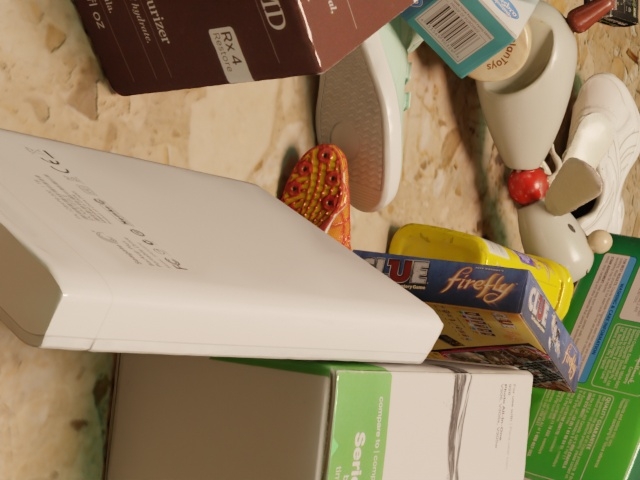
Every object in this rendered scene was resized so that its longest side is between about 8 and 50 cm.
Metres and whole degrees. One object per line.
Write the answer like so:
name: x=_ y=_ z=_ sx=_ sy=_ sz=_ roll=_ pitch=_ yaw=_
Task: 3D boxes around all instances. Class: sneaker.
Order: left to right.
sneaker: x=0.000 y=0.000 z=1.052 sx=0.067 sy=0.064 sz=0.175 roll=-12 pitch=108 yaw=-67
sneaker: x=0.070 y=-0.159 z=1.093 sx=0.151 sy=0.094 sz=0.255 roll=-12 pitch=97 yaw=-45
sneaker: x=0.337 y=-0.103 z=1.436 sx=0.115 sy=0.090 sz=0.232 roll=24 pitch=70 yaw=-60

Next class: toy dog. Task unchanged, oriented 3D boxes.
toy dog: x=0.260 y=-0.130 z=1.245 sx=0.220 sy=0.161 sz=0.333 roll=-75 pitch=145 yaw=-50

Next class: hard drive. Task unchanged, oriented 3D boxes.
hard drive: x=-0.101 y=0.003 z=0.779 sx=0.353 sy=0.233 sz=0.047 roll=9 pitch=112 yaw=-52

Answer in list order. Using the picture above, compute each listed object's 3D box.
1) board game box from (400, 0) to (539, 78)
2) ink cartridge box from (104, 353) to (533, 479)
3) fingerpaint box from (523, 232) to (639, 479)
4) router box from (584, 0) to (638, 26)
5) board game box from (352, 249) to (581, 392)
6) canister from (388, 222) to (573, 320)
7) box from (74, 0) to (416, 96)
board game box: x=0.127 y=-0.348 z=1.087 sx=0.254 sy=0.079 sz=0.336 roll=44 pitch=49 yaw=-13
ink cartridge box: x=0.010 y=0.148 z=0.929 sx=0.289 sy=0.211 sz=0.121 roll=10 pitch=85 yaw=-52
fingerpaint box: x=0.391 y=0.278 z=1.417 sx=0.371 sy=0.163 sz=0.444 roll=46 pitch=64 yaw=-43
router box: x=0.386 y=-0.349 z=1.549 sx=0.092 sy=0.038 sz=0.122 roll=-1 pitch=91 yaw=-53
board game box: x=0.140 y=0.080 z=1.095 sx=0.243 sy=0.165 sz=0.042 roll=47 pitch=54 yaw=-58
canister: x=0.163 y=0.035 z=1.196 sx=0.170 sy=0.126 sz=0.073 roll=18 pitch=87 yaw=-49
box: x=-0.059 y=-0.219 z=0.844 sx=0.167 sy=0.203 sz=0.168 roll=-43 pitch=123 yaw=-42
